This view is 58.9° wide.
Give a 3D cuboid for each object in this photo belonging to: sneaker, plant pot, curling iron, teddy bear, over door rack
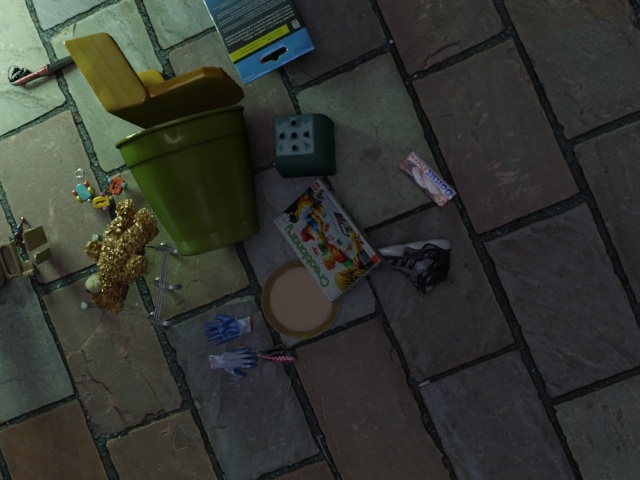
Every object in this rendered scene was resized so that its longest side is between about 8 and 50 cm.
[{"bbox_3d":[0.248,0.086,1.619,0.269,0.101,0.153,-9,86,5],"label":"sneaker"},{"bbox_3d":[-0.053,-0.277,1.596,0.166,0.234,0.165,-2,89,7],"label":"plant pot"},{"bbox_3d":[-0.877,-0.556,1.806,0.274,0.035,0.068,-16,88,7],"label":"curling iron"},{"bbox_3d":[-0.337,-0.154,1.602,0.367,0.366,0.352,-16,100,7],"label":"plant pot"},{"bbox_3d":[-0.587,0.043,1.634,0.245,0.113,0.338,43,102,20],"label":"teddy bear"},{"bbox_3d":[-0.559,0.116,1.735,0.324,0.108,0.239,8,89,21],"label":"over door rack"},{"bbox_3d":[-0.130,0.336,1.704,0.119,0.047,0.057,3,68,7],"label":"sneaker"},{"bbox_3d":[-0.058,0.176,1.696,0.237,0.032,0.236,0,90,8],"label":"plant pot"}]

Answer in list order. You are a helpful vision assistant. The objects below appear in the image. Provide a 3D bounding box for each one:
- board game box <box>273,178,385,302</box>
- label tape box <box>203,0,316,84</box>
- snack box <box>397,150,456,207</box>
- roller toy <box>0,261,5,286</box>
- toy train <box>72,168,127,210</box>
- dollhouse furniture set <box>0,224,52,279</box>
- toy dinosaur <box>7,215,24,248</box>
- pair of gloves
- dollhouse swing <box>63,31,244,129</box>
[{"bbox_3d":[0.021,-0.001,1.624,0.193,0.053,0.305,-43,71,19],"label":"board game box"},{"bbox_3d":[-0.181,-0.647,1.679,0.241,0.106,0.333,-25,87,7],"label":"label tape box"},{"bbox_3d":[0.311,-0.178,1.654,0.064,0.022,0.178,-45,84,4],"label":"snack box"},{"bbox_3d":[-1.082,0.083,1.753,0.146,0.209,0.191,-14,101,7],"label":"roller toy"},{"bbox_3d":[-0.689,-0.161,1.776,0.166,0.046,0.125,14,90,4],"label":"toy train"},{"bbox_3d":[-0.936,0.049,1.750,0.151,0.123,0.144,-13,103,0],"label":"dollhouse furniture set"},{"bbox_3d":[-0.971,-0.034,1.825,0.082,0.047,0.090,-47,117,-4],"label":"toy dinosaur"},{"bbox_3d":[-0.274,0.322,1.728,0.159,0.023,0.198,-8,88,8],"label":"pair of gloves"},{"bbox_3d":[-0.442,-0.475,1.590,0.305,0.347,0.315,-34,85,7],"label":"dollhouse swing"}]
